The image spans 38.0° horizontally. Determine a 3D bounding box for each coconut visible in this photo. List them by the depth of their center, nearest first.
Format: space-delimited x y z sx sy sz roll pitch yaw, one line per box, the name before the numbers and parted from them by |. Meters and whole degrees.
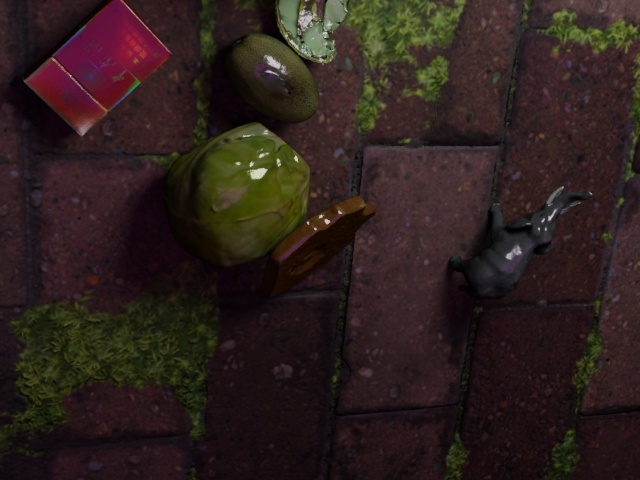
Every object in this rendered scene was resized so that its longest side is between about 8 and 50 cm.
coconut | -0.009 -0.345 1.329 0.133 0.055 0.158 25 102 -24

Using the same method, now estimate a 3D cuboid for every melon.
melon | -0.067 -0.230 1.338 0.099 0.099 0.162 -47 120 6

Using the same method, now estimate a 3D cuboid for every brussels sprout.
brussels sprout | -0.117 -0.059 1.359 0.223 0.161 0.223 -9 120 -17

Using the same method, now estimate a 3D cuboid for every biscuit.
biscuit | -0.002 -0.002 1.437 0.215 0.034 0.182 -34 163 -25

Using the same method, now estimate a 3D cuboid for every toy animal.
toy animal | 0.326 -0.007 1.537 0.082 0.137 0.269 36 106 -24

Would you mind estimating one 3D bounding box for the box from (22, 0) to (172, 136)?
box | -0.307 -0.243 1.283 0.175 0.048 0.112 -42 118 3
